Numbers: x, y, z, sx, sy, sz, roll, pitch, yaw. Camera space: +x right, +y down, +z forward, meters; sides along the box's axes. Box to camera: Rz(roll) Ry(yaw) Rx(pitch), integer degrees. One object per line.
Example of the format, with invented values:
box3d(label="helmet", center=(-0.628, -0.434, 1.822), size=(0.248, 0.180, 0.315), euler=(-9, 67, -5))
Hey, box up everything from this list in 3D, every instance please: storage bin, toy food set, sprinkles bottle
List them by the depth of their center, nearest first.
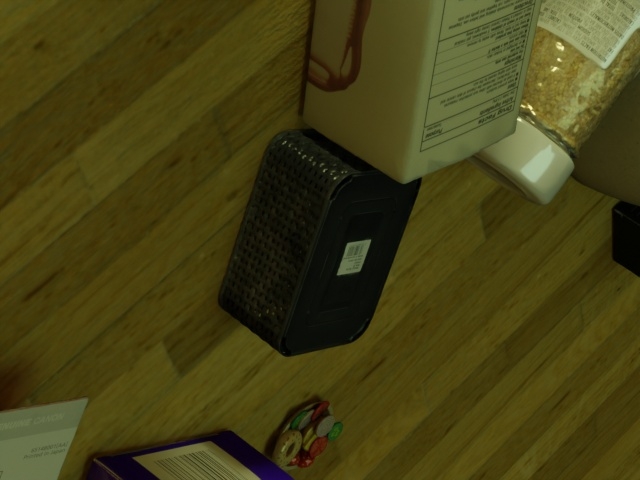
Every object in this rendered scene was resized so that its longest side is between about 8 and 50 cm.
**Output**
box3d(label="storage bin", center=(0.000, 0.000, 1.447), size=(0.122, 0.084, 0.180), euler=(-8, 126, -48))
box3d(label="sprinkles bottle", center=(0.264, -0.207, 1.563), size=(0.355, 0.121, 0.121), euler=(-55, 147, -1))
box3d(label="toy food set", center=(-0.014, 0.196, 1.657), size=(0.082, 0.020, 0.083), euler=(-52, 146, -4))

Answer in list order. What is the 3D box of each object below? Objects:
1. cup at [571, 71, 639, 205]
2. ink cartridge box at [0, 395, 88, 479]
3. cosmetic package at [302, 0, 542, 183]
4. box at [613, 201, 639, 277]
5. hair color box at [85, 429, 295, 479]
box3d(label="cup", center=(0.446, -0.151, 1.737), size=(0.331, 0.237, 0.331), euler=(-31, 139, -32))
box3d(label="ink cartridge box", center=(-0.336, 0.228, 1.239), size=(0.296, 0.066, 0.261), euler=(-4, 121, -51))
box3d(label="cosmetic package", center=(0.091, -0.216, 1.331), size=(0.153, 0.129, 0.296), euler=(-25, 136, -39))
box3d(label="box", center=(0.497, -0.036, 1.948), size=(0.261, 0.184, 0.103), euler=(-39, 143, -22))
box3d(label="hair color box", center=(-0.165, 0.351, 1.527), size=(0.185, 0.110, 0.339), euler=(-4, 120, -52))
